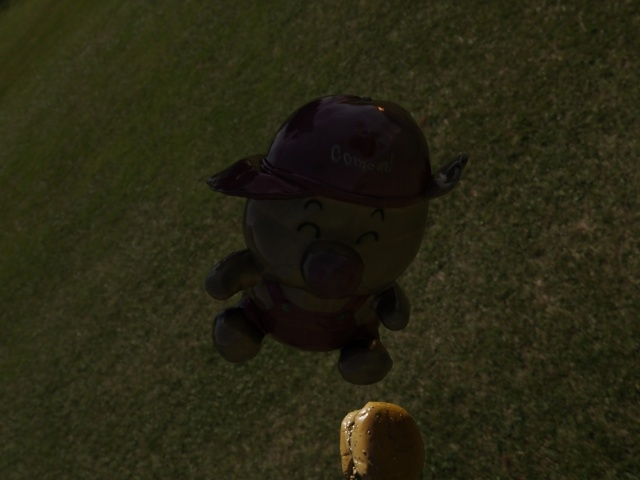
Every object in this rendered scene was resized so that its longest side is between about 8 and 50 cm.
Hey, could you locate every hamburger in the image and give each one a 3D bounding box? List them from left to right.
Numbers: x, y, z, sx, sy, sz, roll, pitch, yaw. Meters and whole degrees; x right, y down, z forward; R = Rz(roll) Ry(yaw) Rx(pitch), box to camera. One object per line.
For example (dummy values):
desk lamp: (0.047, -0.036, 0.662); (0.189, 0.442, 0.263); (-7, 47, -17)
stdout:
hamburger: (0.101, 0.334, 1.167); (0.083, 0.138, 0.147); (-30, 50, 45)

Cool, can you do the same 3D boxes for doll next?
doll: (0.002, 0.002, 0.610); (0.152, 0.196, 0.255); (54, 142, 41)
